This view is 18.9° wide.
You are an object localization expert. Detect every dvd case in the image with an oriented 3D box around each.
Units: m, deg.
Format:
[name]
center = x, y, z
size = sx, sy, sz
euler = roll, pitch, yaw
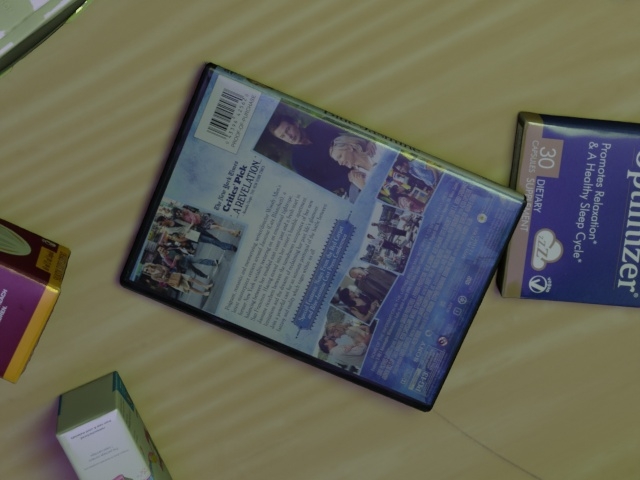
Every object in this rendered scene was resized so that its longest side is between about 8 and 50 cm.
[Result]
[dvd case]
center = 0.000, 0.000, 1.406
size = 0.253, 0.022, 0.180
euler = 23, 106, -3

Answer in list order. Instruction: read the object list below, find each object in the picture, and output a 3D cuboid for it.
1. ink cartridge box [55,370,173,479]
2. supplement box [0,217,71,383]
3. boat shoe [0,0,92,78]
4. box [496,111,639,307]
[ink cartridge box]
center = -0.146, 0.171, 1.429
size = 0.052, 0.088, 0.122
euler = -24, 106, 1
[supplement box]
center = -0.281, 0.015, 1.369
size = 0.188, 0.104, 0.081
euler = 25, 103, -10
[boat shoe]
center = -0.265, -0.142, 1.327
size = 0.305, 0.091, 0.109
euler = -32, 91, 5
[box]
center = 0.251, -0.017, 1.425
size = 0.225, 0.036, 0.136
euler = 4, 106, -6
